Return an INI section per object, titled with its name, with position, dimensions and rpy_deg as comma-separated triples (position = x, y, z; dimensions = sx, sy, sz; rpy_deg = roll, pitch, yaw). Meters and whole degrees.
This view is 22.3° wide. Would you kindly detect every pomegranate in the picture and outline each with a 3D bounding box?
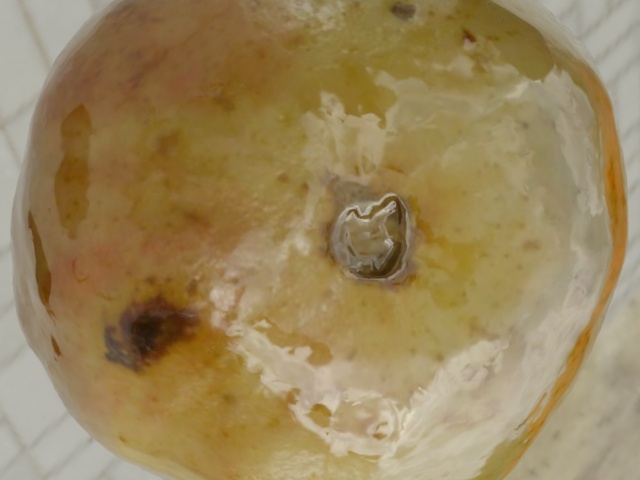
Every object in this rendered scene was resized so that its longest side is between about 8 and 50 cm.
[pomegranate]
position = 0.000, 0.000, 0.875
dimensions = 0.342, 0.342, 0.342
rpy_deg = -34, 141, -33
